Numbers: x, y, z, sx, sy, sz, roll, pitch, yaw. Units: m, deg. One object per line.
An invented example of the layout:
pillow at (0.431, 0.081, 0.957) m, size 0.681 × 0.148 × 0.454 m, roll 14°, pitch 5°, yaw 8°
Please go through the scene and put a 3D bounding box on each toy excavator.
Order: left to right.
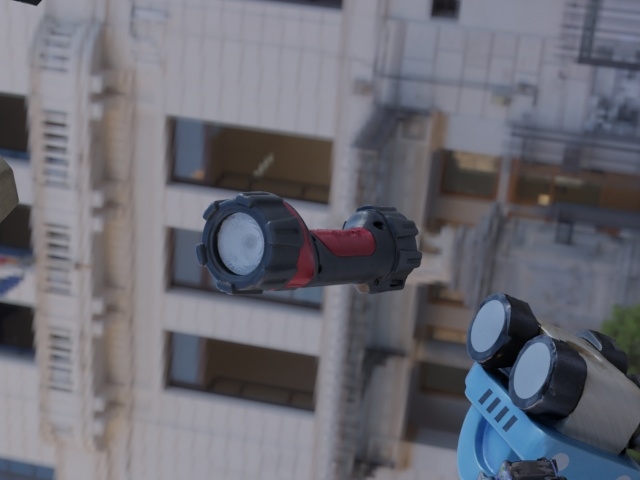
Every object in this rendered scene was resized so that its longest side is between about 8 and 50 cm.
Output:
toy excavator at (0.297, 0.358, 1.832) m, size 0.445 × 0.222 × 0.433 m, roll -64°, pitch 24°, yaw 12°

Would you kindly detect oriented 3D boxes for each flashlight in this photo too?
flashlight at (0.000, 0.000, 1.396) m, size 0.304 × 0.103 × 0.103 m, roll -5°, pitch -44°, yaw -56°

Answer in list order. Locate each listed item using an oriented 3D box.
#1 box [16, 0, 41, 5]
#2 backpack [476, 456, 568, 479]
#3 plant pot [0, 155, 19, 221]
box at (-0.290, -0.265, 1.257) m, size 0.083 × 0.062 × 0.052 m, roll 6°, pitch -124°, yaw -48°
backpack at (0.174, 0.257, 1.183) m, size 0.105 × 0.084 × 0.114 m, roll -62°, pitch -29°, yaw -86°
plant pot at (-0.497, -0.078, 1.925) m, size 0.096 × 0.109 × 0.109 m, roll -31°, pitch -33°, yaw -26°
